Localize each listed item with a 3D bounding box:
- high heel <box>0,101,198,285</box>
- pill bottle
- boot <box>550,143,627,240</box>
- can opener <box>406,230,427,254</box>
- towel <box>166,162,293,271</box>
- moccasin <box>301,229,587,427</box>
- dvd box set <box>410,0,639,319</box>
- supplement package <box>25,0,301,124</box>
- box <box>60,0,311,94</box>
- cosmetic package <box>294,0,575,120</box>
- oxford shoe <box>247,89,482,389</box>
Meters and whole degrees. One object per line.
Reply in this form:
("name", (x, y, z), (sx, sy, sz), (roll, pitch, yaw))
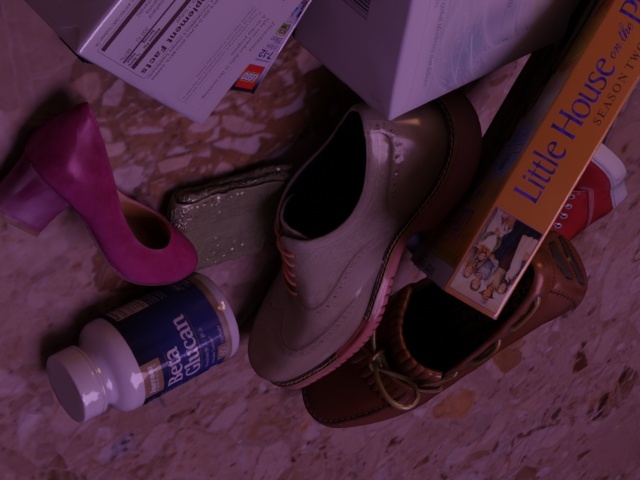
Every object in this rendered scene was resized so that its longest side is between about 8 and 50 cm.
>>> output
("high heel", (-0.159, -0.038, 1.241), (0.117, 0.082, 0.244), (-43, 140, 17))
("pill bottle", (-0.169, 0.104, 1.393), (0.169, 0.094, 0.094), (-27, 147, -29))
("boot", (0.287, -0.044, 1.808), (0.176, 0.088, 0.244), (-43, 155, 0))
("can opener", (0.133, -0.017, 1.675), (0.280, 0.074, 0.093), (37, 63, -63))
("towel", (-0.094, -0.019, 1.403), (0.148, 0.027, 0.110), (-20, 143, -41))
("moccasin", (0.118, 0.111, 1.643), (0.380, 0.139, 0.147), (-26, 167, 35))
("dvd box set", (0.227, -0.133, 1.405), (0.420, 0.062, 0.307), (-60, -177, 3))
("supplement package", (-0.087, -0.249, 0.934), (0.262, 0.204, 0.145), (-49, 150, 7))
("box", (-0.100, -0.183, 1.176), (0.207, 0.036, 0.114), (3, 126, -54))
("cosmetic package", (0.116, -0.257, 1.258), (0.224, 0.138, 0.224), (-28, 147, -30))
("oxford shoe", (0.000, 0.000, 1.455), (0.146, 0.140, 0.397), (1, 133, -36))
